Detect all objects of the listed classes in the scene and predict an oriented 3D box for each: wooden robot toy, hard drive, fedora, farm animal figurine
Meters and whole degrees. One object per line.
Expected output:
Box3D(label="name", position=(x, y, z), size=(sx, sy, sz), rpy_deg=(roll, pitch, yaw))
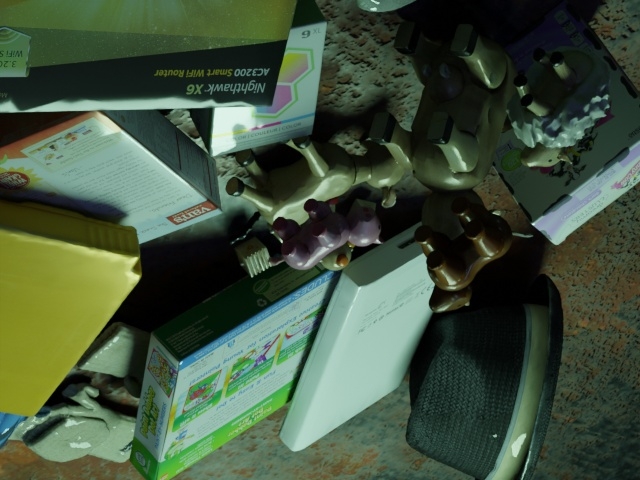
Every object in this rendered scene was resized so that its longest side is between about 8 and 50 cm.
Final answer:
Box3D(label="wooden robot toy", position=(0.000, 0.000, 1.853), size=(0.173, 0.079, 0.076), rpy_deg=(-15, 124, -23))
Box3D(label="hard drive", position=(0.064, 0.106, 2.041), size=(0.203, 0.040, 0.307), rpy_deg=(-29, 153, -38))
Box3D(label="fedora", position=(0.191, 0.187, 2.148), size=(0.152, 0.334, 0.334), rpy_deg=(11, 138, -4))
Box3D(label="farm animal figurine", position=(0.103, -0.076, 1.730), size=(0.172, 0.330, 0.327), rpy_deg=(36, 83, -51))

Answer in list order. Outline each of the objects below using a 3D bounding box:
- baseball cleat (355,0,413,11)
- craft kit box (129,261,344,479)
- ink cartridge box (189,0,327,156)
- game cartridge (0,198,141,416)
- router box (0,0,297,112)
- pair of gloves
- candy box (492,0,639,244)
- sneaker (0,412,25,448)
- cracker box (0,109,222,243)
Box3D(label="baseball cleat", position=(0.042, -0.256, 1.570), size=(0.206, 0.072, 0.109), rpy_deg=(8, 139, -37))
Box3D(label="craft kit box", position=(-0.095, 0.138, 1.941), size=(0.250, 0.061, 0.246), rpy_deg=(-30, 149, -34))
Box3D(label="ink cartridge box", position=(-0.058, -0.178, 1.605), size=(0.109, 0.062, 0.209), rpy_deg=(-14, 143, -19))
Box3D(label="game cartridge", position=(-0.363, 0.055, 1.626), size=(0.324, 0.052, 0.285), rpy_deg=(12, 136, -32))
Box3D(label="router box", position=(-0.161, -0.229, 1.391), size=(0.309, 0.081, 0.243), rpy_deg=(-5, 123, -32))
Box3D(label="pair of gloves", position=(-0.232, 0.170, 1.960), size=(0.204, 0.042, 0.240), rpy_deg=(10, 132, -48))
Box3D(label="candy box", position=(0.251, -0.123, 1.784), size=(0.165, 0.196, 0.070), rpy_deg=(-38, 146, 13))
Box3D(label="sneaker", position=(-0.335, 0.179, 1.872), size=(0.082, 0.069, 0.209), rpy_deg=(-2, 138, -39))
Box3D(label="cracker box", position=(-0.215, -0.071, 1.594), size=(0.156, 0.067, 0.232), rpy_deg=(-20, 149, 18))
